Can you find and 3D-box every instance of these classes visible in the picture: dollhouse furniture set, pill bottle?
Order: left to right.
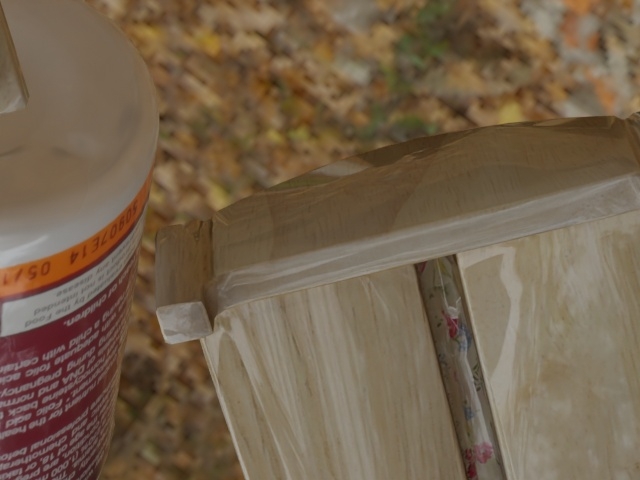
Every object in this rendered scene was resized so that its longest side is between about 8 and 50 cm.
[{"bbox_3d":[-0.225,0.054,1.140,0.224,0.224,0.392,30,136,16],"label":"pill bottle"},{"bbox_3d":[0.000,0.000,0.560,0.174,0.355,0.303,-99,-5,-59],"label":"dollhouse furniture set"}]
